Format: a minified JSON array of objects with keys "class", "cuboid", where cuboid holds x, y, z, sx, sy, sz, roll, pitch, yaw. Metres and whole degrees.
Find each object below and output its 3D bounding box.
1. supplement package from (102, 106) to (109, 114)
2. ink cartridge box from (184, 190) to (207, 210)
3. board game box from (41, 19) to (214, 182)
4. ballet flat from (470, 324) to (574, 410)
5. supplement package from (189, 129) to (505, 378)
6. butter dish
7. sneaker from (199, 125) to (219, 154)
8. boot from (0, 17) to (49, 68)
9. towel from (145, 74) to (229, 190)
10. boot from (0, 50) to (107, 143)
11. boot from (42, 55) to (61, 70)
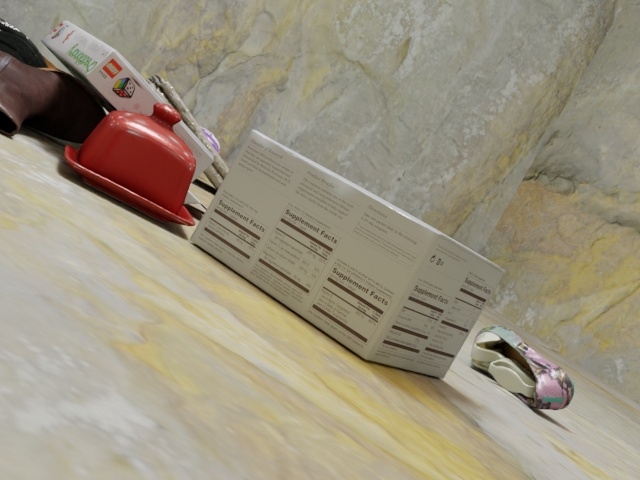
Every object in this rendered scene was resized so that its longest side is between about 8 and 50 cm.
[{"class":"supplement package","cuboid":[-0.395,-0.256,1.782,0.105,0.105,0.179,31,4,-13]},{"class":"ink cartridge box","cuboid":[-0.214,-0.071,1.314,0.179,0.045,0.145,48,-4,-22]},{"class":"board game box","cuboid":[-0.268,-0.195,1.280,0.193,0.053,0.305,49,-7,-31]},{"class":"ballet flat","cuboid":[0.261,0.173,1.323,0.079,0.076,0.221,6,15,-27]},{"class":"supplement package","cuboid":[0.033,0.017,1.043,0.262,0.145,0.204,32,5,31]},{"class":"butter dish","cuboid":[-0.200,-0.102,1.077,0.160,0.118,0.160,27,4,-18]},{"class":"sneaker","cuboid":[-0.327,-0.217,1.976,0.237,0.095,0.104,24,10,-2]},{"class":"boot","cuboid":[-0.510,-0.284,1.406,0.236,0.085,0.179,50,-24,-27]},{"class":"towel","cuboid":[-0.247,-0.195,1.830,0.282,0.049,0.187,56,-4,-18]},{"class":"boot","cuboid":[-0.365,-0.161,1.140,0.248,0.090,0.207,33,16,-27]},{"class":"boot","cuboid":[-0.611,-0.362,2.003,0.280,0.096,0.264,36,-6,-16]}]
